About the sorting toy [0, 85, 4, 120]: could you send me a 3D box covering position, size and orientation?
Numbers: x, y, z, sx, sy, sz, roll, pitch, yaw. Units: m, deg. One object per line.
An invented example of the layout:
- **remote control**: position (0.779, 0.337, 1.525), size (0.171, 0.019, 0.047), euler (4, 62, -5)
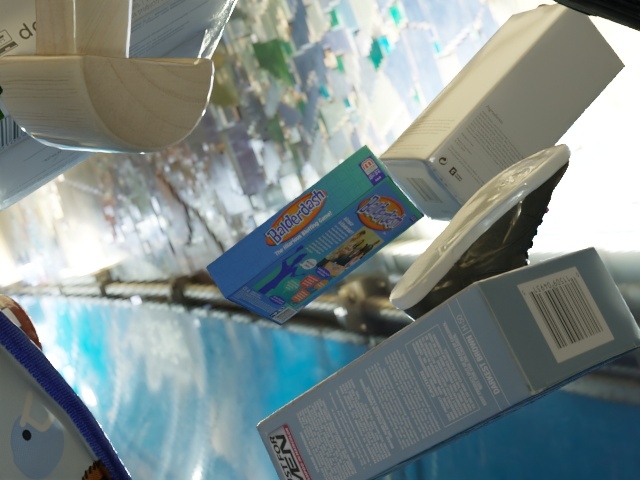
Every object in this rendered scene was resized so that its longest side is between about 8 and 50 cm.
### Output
- **sorting toy**: position (-0.310, -0.018, 0.559), size (0.127, 0.126, 0.365), euler (6, -140, 49)

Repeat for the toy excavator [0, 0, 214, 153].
- **toy excavator**: position (-0.099, -0.331, 0.752), size (0.222, 0.432, 0.445), euler (7, -146, 34)

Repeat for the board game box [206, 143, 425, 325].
- **board game box**: position (0.000, 0.000, 1.158), size (0.210, 0.047, 0.160), euler (-37, 157, 6)

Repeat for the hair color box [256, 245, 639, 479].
- **hair color box**: position (0.117, 0.149, 1.089), size (0.185, 0.113, 0.374), euler (-13, 162, -42)

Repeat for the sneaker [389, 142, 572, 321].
- **sneaker**: position (0.227, 0.020, 1.289), size (0.296, 0.147, 0.104), euler (-45, -169, -16)

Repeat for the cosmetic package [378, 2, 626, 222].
- **cosmetic package**: position (0.290, -0.207, 1.747), size (0.365, 0.155, 0.197), euler (-46, -163, -10)

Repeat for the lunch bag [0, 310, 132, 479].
- **lunch bag**: position (-0.310, 0.198, 0.749), size (0.328, 0.385, 0.239), euler (-14, -149, 43)

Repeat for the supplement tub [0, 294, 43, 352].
- **supplement tub**: position (-0.426, 0.146, 1.232), size (0.198, 0.106, 0.106), euler (-31, -169, -40)

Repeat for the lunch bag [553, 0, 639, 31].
- **lunch bag**: position (0.231, -0.266, 0.845), size (0.287, 0.235, 0.168), euler (97, 18, -77)

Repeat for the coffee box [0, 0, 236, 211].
- **coffee box**: position (-0.320, -0.264, 1.066), size (0.338, 0.334, 0.338), euler (-36, 177, -21)
